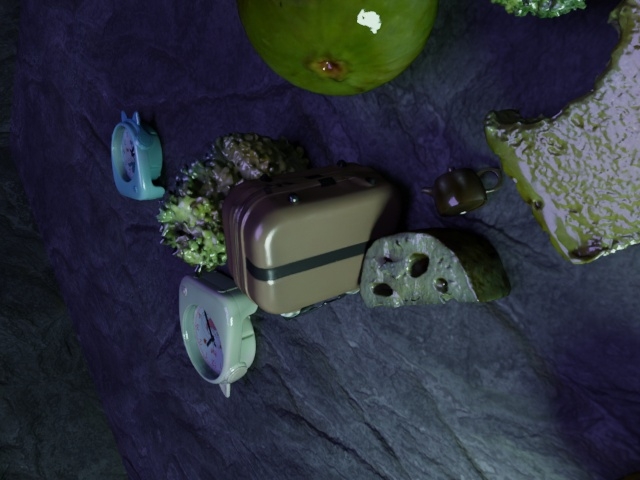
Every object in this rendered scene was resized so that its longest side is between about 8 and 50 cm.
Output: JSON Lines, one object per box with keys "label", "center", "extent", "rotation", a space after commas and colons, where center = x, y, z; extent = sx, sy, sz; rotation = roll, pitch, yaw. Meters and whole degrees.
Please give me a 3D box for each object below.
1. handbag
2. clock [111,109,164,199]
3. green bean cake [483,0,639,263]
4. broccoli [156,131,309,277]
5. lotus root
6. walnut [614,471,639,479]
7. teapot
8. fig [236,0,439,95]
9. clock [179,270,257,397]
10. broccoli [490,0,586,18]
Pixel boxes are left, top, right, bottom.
{"label": "handbag", "center": [-0.013, 0.017, 0.872], "extent": [0.149, 0.302, 0.283], "rotation": [39, 132, 41]}
{"label": "clock", "center": [-0.577, -0.270, 1.584], "extent": [0.224, 0.094, 0.274], "rotation": [18, 111, 44]}
{"label": "green bean cake", "center": [0.338, -0.121, 0.566], "extent": [0.236, 0.124, 0.233], "rotation": [-42, 70, 46]}
{"label": "broccoli", "center": [-0.148, -0.054, 1.058], "extent": [0.281, 0.348, 0.293], "rotation": [45, 174, 20]}
{"label": "lotus root", "center": [0.174, 0.046, 0.800], "extent": [0.235, 0.119, 0.138], "rotation": [-4, 97, 50]}
{"label": "walnut", "center": [0.396, 0.368, 0.550], "extent": [0.257, 0.224, 0.257], "rotation": [19, 129, 25]}
{"label": "teapot", "center": [0.214, -0.082, 0.760], "extent": [0.121, 0.076, 0.068], "rotation": [-19, 75, 22]}
{"label": "fig", "center": [0.025, -0.387, 0.743], "extent": [0.316, 0.316, 0.316], "rotation": [15, 111, 45]}
{"label": "clock", "center": [-0.281, 0.258, 1.375], "extent": [0.265, 0.109, 0.324], "rotation": [21, 116, 42]}
{"label": "broccoli", "center": [0.250, -0.387, 0.530], "extent": [0.288, 0.235, 0.260], "rotation": [2, 136, 40]}
